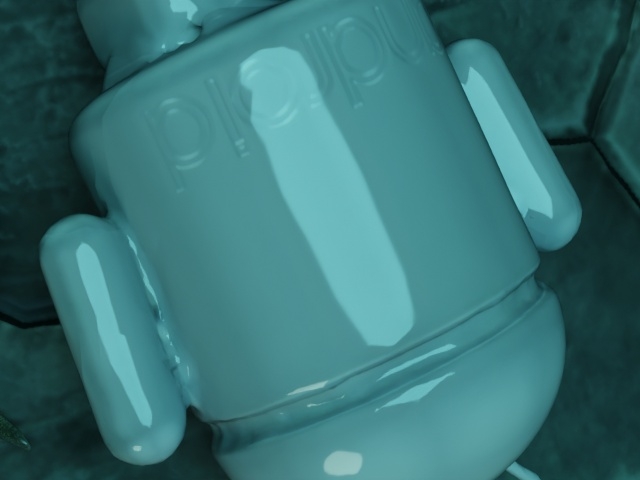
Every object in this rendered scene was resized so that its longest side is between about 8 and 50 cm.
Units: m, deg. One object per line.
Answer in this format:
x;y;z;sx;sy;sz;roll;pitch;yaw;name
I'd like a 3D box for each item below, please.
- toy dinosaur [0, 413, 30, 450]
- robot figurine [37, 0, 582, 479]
-0.248;-0.012;0.817;0.313;0.121;0.160;45;90;-4;toy dinosaur
0.000;0.000;0.838;0.300;0.200;0.353;-27;94;-21;robot figurine
